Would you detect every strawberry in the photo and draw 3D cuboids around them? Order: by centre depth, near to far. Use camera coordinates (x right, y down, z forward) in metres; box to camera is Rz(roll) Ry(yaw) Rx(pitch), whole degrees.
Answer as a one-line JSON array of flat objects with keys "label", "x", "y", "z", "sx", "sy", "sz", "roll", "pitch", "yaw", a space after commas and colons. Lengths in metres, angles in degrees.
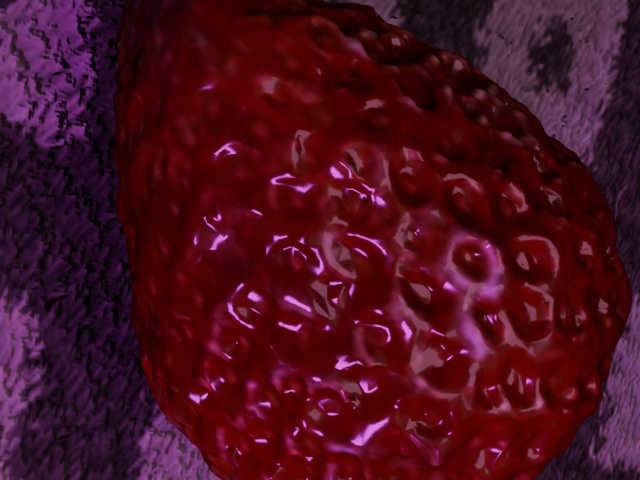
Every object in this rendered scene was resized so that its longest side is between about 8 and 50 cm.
[{"label": "strawberry", "x": 0.001, "y": 0.013, "z": 1.037, "sx": 0.310, "sy": 0.291, "sz": 0.292, "roll": 19, "pitch": 89, "yaw": -22}]
